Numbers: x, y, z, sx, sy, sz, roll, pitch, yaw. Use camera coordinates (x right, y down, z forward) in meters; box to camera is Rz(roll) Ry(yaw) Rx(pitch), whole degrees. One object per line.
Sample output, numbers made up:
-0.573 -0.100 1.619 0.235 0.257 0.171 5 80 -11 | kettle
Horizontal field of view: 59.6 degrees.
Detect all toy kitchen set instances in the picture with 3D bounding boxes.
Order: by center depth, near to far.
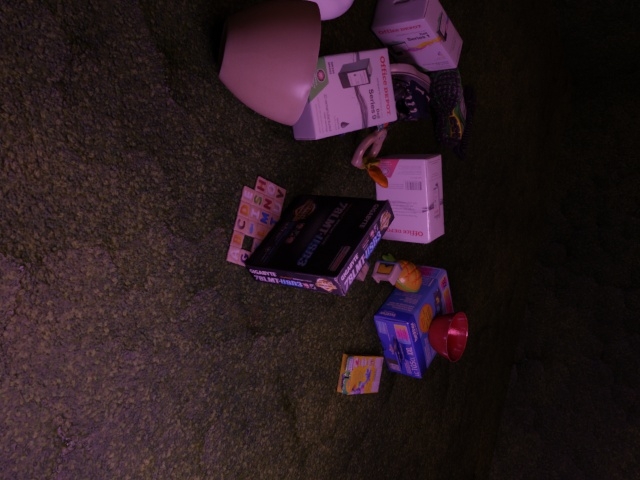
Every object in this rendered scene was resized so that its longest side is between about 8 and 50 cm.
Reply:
0.151 0.032 1.769 0.207 0.166 0.122 49 57 -44 | toy kitchen set

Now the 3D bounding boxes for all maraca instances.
0.292 0.117 2.013 0.185 0.099 0.127 34 35 -19 | maraca

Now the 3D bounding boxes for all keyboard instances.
0.625 -0.527 2.437 0.201 0.033 0.317 25 74 -51 | keyboard

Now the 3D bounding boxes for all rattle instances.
0.197 -0.293 1.760 0.130 0.143 0.200 21 110 -50 | rattle

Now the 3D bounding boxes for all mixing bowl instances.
0.451 0.339 2.017 0.181 0.098 0.182 -10 102 -52 | mixing bowl

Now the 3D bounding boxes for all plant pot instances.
-0.133 -0.427 1.292 0.190 0.284 0.284 8 88 -18 | plant pot

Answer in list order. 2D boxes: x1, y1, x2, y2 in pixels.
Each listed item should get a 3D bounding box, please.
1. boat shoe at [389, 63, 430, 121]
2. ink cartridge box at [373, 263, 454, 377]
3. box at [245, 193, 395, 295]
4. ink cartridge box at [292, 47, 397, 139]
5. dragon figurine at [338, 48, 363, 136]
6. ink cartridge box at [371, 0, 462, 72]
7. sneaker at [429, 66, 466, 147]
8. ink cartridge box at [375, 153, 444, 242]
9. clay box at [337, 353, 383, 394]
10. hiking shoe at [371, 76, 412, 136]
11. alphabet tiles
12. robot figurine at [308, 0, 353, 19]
0.287 -0.498 1.911 0.340 0.127 0.158 -7 93 -53 | boat shoe
0.346 0.315 2.083 0.395 0.151 0.270 -44 127 -39 | ink cartridge box
0.000 0.000 1.447 0.296 0.293 0.073 -54 133 -33 | box
0.059 -0.412 1.557 0.289 0.121 0.211 -20 108 -29 | ink cartridge box
0.111 -0.460 1.720 0.144 0.085 0.289 0 96 -53 | dragon figurine
0.326 -0.693 1.878 0.278 0.201 0.117 30 70 -50 | ink cartridge box
0.508 -0.554 2.219 0.146 0.134 0.344 -53 142 -44 | sneaker
0.303 -0.148 1.914 0.117 0.207 0.283 -23 113 -47 | ink cartridge box
0.129 0.449 1.887 0.222 0.053 0.128 17 81 -51 | clay box
0.232 -0.408 1.817 0.086 0.114 0.227 -36 152 -27 | hiking shoe
-0.155 -0.040 1.488 0.198 0.009 0.237 23 77 -51 | alphabet tiles
0.017 -0.735 1.467 0.300 0.199 0.354 44 59 -62 | robot figurine
